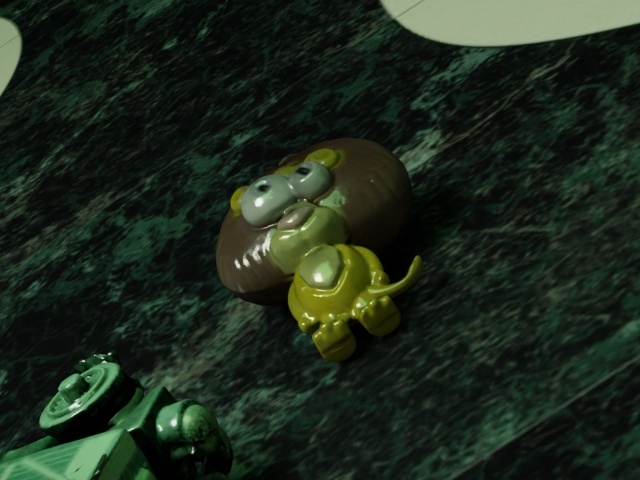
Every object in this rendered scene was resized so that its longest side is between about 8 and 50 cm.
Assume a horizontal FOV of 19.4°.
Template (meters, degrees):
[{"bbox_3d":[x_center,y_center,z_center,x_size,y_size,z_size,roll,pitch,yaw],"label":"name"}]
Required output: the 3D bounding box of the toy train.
[{"bbox_3d":[-0.183,0.166,1.139,0.269,0.115,0.154,-18,23,27],"label":"toy train"}]

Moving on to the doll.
[{"bbox_3d":[0.008,-0.005,1.255,0.145,0.096,0.188,-46,37,-10],"label":"doll"}]
